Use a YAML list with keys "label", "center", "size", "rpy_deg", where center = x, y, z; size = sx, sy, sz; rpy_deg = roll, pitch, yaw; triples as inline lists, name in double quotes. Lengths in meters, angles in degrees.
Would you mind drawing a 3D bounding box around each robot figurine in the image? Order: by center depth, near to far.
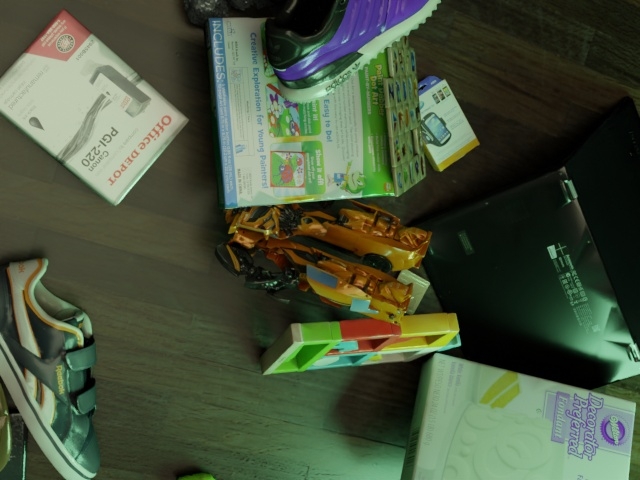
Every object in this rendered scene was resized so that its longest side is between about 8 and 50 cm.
- label: "robot figurine"
  center: [0.000, 0.000, 1.255]
  size: [0.291, 0.085, 0.211]
  rpy_deg: [21, 51, 2]

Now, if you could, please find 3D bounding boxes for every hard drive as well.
- label: "hard drive"
  center: [-0.459, 0.304, 1.246]
  size: [0.094, 0.022, 0.135]
  rpy_deg: [3, 97, -19]

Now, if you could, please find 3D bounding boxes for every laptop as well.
- label: "laptop"
  center: [0.410, 0.030, 1.506]
  size: [0.408, 0.236, 0.382]
  rpy_deg: [-22, 106, 15]

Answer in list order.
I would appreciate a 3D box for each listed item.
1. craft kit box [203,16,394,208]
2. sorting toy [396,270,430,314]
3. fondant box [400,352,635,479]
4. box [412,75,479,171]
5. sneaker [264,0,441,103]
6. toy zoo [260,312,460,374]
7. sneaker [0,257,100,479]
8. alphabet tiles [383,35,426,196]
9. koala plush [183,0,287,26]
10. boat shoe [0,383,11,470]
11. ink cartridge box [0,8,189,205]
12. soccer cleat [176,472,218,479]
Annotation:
- label: "craft kit box"
  center: [-0.025, -0.175, 1.205]
  size: [0.246, 0.061, 0.250]
  rpy_deg: [-5, 94, -15]
- label: "sorting toy"
  center: [0.127, 0.076, 1.418]
  size: [0.083, 0.012, 0.062]
  rpy_deg: [29, 93, -24]
- label: "fondant box"
  center: [0.303, 0.331, 1.383]
  size: [0.330, 0.096, 0.238]
  rpy_deg: [14, 71, -4]
- label: "box"
  center: [0.182, -0.186, 1.392]
  size: [0.081, 0.028, 0.136]
  rpy_deg: [-35, 105, -11]
- label: "sneaker"
  center: [0.045, -0.310, 1.107]
  size: [0.293, 0.102, 0.146]
  rpy_deg: [-45, 143, -11]
- label: "toy zoo"
  center: [0.074, 0.152, 1.322]
  size: [0.293, 0.192, 0.030]
  rpy_deg: [-3, 70, -18]
- label: "sneaker"
  center: [-0.355, 0.175, 1.209]
  size: [0.127, 0.126, 0.321]
  rpy_deg: [-27, 104, -8]
- label: "alphabet tiles"
  center: [0.118, -0.194, 1.268]
  size: [0.009, 0.198, 0.237]
  rpy_deg: [-3, 101, 19]
- label: "koala plush"
  center: [-0.068, -0.387, 1.174]
  size: [0.196, 0.221, 0.203]
  rpy_deg: [0, 98, -18]
- label: "boat shoe"
  center: [-0.504, 0.155, 1.165]
  size: [0.121, 0.110, 0.341]
  rpy_deg: [-25, 102, -23]
- label: "ink cartridge box"
  center: [-0.310, -0.174, 1.193]
  size: [0.218, 0.092, 0.158]
  rpy_deg: [42, 84, -21]
- label: "soccer cleat"
  center: [-0.191, 0.437, 1.343]
  size: [0.072, 0.060, 0.179]
  rpy_deg: [2, 91, -9]
